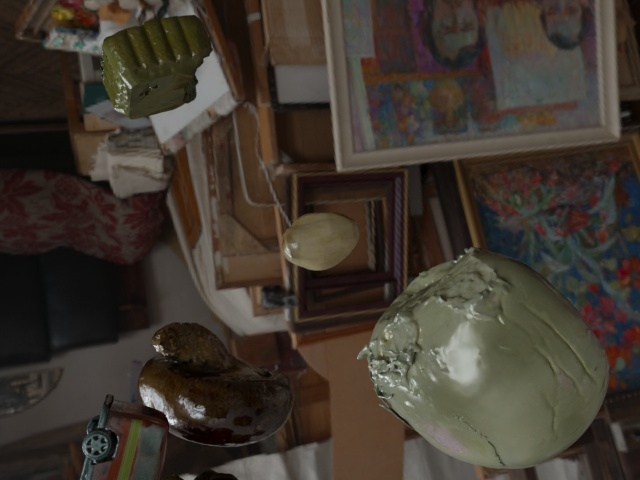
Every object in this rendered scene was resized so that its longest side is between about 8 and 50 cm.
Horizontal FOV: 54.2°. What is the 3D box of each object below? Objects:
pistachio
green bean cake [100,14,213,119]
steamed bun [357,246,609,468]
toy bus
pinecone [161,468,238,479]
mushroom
[{"bbox_3d":[0.000,0.000,1.582,0.201,0.145,0.117,-12,-174,-7],"label":"pistachio"},{"bbox_3d":[-0.363,-0.382,1.406,0.233,0.124,0.236,-23,174,-23],"label":"green bean cake"},{"bbox_3d":[0.224,0.193,0.902,0.233,0.312,0.334,-43,173,-23],"label":"steamed bun"},{"bbox_3d":[-0.297,0.366,0.897,0.120,0.265,0.121,14,172,-14],"label":"toy bus"},{"bbox_3d":[-0.264,0.628,1.247,0.385,0.384,0.384,-11,167,-3],"label":"pinecone"},{"bbox_3d":[-0.220,0.323,1.328,0.239,0.345,0.345,-56,156,7],"label":"mushroom"}]
